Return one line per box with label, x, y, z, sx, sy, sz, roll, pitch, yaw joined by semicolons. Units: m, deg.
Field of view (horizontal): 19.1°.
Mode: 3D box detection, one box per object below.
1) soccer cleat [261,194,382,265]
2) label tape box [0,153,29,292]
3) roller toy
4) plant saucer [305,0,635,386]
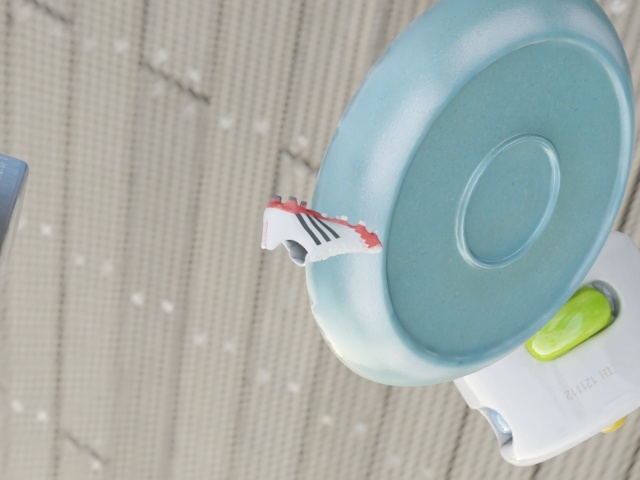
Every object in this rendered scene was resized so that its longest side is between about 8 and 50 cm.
soccer cleat;0.000;0.000;1.097;0.083;0.035;0.029;20;172;-38
label tape box;-0.329;0.007;1.238;0.240;0.334;0.106;14;106;-7
roller toy;0.212;0.096;1.605;0.191;0.209;0.146;-34;87;39
plant saucer;0.122;-0.033;1.341;0.044;0.317;0.317;31;142;41
